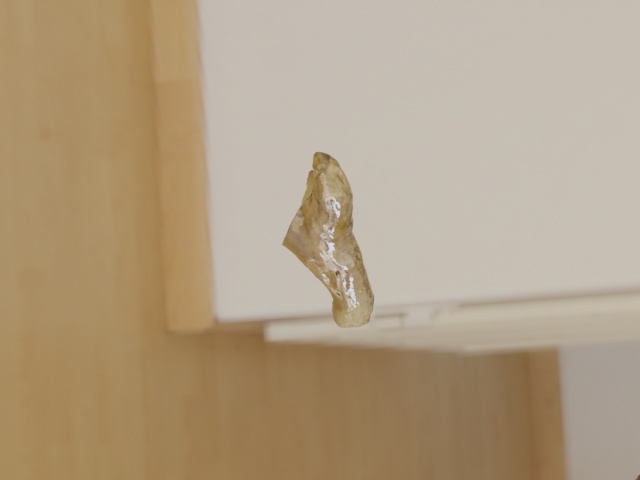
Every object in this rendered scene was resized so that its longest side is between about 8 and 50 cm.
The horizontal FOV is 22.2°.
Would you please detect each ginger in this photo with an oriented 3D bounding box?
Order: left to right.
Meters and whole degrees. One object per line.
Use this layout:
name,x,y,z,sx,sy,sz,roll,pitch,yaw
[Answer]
ginger,-0.001,-0.001,0.765,0.030,0.048,0.097,-30,128,-25

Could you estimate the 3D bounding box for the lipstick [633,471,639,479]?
lipstick,0.333,0.128,1.252,0.418,0.077,0.077,-45,130,-24
